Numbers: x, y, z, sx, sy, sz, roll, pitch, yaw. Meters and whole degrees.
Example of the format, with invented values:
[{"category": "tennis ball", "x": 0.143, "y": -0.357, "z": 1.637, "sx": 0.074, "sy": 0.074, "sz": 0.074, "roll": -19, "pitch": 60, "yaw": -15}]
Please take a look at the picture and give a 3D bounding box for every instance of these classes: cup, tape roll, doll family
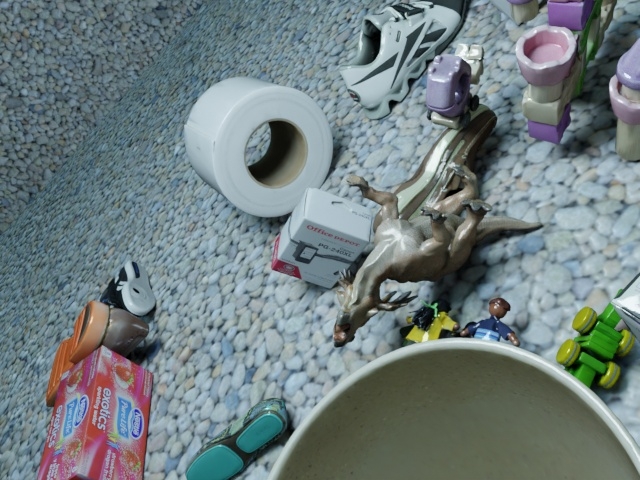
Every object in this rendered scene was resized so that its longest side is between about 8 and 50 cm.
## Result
[{"category": "cup", "x": 0.133, "y": 0.279, "z": 0.477, "sx": 0.331, "sy": 0.237, "sz": 0.331, "roll": -28, "pitch": 40, "yaw": 26}, {"category": "tape roll", "x": -0.120, "y": -0.184, "z": 1.170, "sx": 0.246, "sy": 0.246, "sz": 0.169, "roll": -51, "pitch": 36, "yaw": -4}, {"category": "doll family", "x": 0.161, "y": 0.121, "z": 0.742, "sx": 0.193, "sy": 0.076, "sz": 0.111, "roll": 9, "pitch": 60, "yaw": 44}]

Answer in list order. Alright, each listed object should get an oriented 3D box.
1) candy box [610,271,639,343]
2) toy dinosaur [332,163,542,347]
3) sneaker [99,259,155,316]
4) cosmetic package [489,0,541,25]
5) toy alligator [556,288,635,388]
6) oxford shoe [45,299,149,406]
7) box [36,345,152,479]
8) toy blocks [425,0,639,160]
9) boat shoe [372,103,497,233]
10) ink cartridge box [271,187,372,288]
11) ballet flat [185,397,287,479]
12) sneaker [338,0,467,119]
[{"category": "candy box", "x": 0.381, "y": 0.023, "z": 0.521, "sx": 0.233, "sy": 0.159, "sz": 0.071, "roll": -48, "pitch": 34, "yaw": 3}, {"category": "toy dinosaur", "x": 0.133, "y": 0.019, "z": 0.801, "sx": 0.295, "sy": 0.200, "sz": 0.127, "roll": -10, "pitch": 36, "yaw": -20}, {"category": "sneaker", "x": -0.439, "y": 0.141, "z": 1.356, "sx": 0.121, "sy": 0.079, "sz": 0.217, "roll": -48, "pitch": 27, "yaw": 7}, {"category": "cosmetic package", "x": 0.351, "y": -0.542, "z": 1.064, "sx": 0.224, "sy": 0.138, "sz": 0.224, "roll": -45, "pitch": 34, "yaw": 26}, {"category": "toy alligator", "x": 0.271, "y": 0.135, "z": 0.631, "sx": 0.190, "sy": 0.056, "sz": 0.051, "roll": -59, "pitch": -5, "yaw": -12}, {"category": "oxford shoe", "x": -0.470, "y": 0.258, "z": 1.248, "sx": 0.363, "sy": 0.133, "sz": 0.130, "roll": -43, "pitch": 39, "yaw": 40}, {"category": "box", "x": -0.393, "y": 0.336, "z": 1.071, "sx": 0.122, "sy": 0.128, "sz": 0.257, "roll": -34, "pitch": 38, "yaw": 20}, {"category": "toy blocks", "x": 0.299, "y": -0.298, "z": 0.747, "sx": 0.309, "sy": 0.260, "sz": 0.288, "roll": 19, "pitch": 71, "yaw": 30}, {"category": "boat shoe", "x": 0.192, "y": -0.084, "z": 0.900, "sx": 0.095, "sy": 0.095, "sz": 0.257, "roll": 38, "pitch": 86, "yaw": 20}, {"category": "ink cartridge box", "x": 0.000, "y": 0.000, "z": 0.936, "sx": 0.150, "sy": 0.109, "sz": 0.063, "roll": 125, "pitch": 159, "yaw": -50}, {"category": "ballet flat", "x": -0.119, "y": 0.295, "z": 0.892, "sx": 0.188, "sy": 0.070, "sz": 0.070, "roll": -36, "pitch": 37, "yaw": 14}, {"category": "sneaker", "x": 0.160, "y": -0.407, "z": 1.170, "sx": 0.330, "sy": 0.146, "sz": 0.122, "roll": -55, "pitch": 34, "yaw": -11}]
